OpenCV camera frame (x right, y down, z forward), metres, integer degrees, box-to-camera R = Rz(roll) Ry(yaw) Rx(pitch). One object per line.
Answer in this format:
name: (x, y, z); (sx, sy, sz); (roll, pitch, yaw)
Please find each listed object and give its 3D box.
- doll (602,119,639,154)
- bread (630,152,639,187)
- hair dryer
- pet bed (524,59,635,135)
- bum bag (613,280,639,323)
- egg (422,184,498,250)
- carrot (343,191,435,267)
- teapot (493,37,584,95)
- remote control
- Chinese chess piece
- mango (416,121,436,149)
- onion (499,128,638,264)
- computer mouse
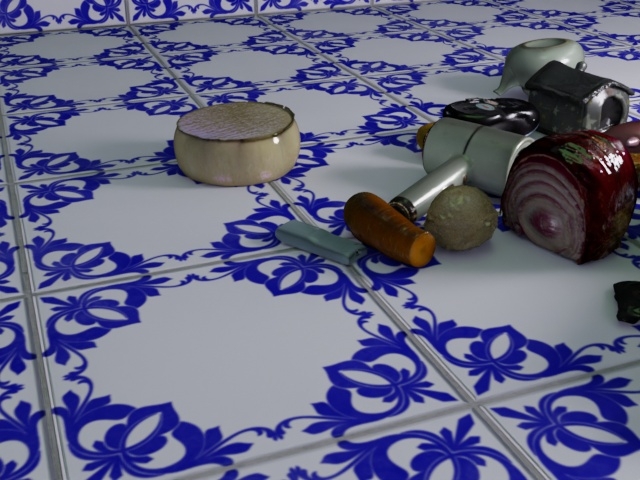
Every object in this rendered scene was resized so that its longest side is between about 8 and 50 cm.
doll: (0.684, -0.208, 1.780); (0.211, 0.093, 0.262); (-11, 9, -44)
bread: (0.691, -0.128, 1.657); (0.233, 0.076, 0.105); (9, 32, 12)
hair dryer: (0.239, -0.112, 1.604); (0.203, 0.128, 0.362); (21, 41, 35)
pet bed: (0.610, -0.334, 1.987); (0.183, 0.159, 0.211); (-14, 28, -27)
bum bag: (0.467, 0.088, 1.259); (0.057, 0.034, 0.124); (-8, 23, 17)
egg: (0.239, -0.038, 1.444); (0.140, 0.118, 0.116); (-10, 69, -39)
carrot: (0.109, -0.018, 1.433); (0.087, 0.087, 0.193); (-14, 33, -26)
teapot: (0.620, -0.477, 2.295); (0.219, 0.149, 0.318); (8, 27, 31)
remote control: (0.000, 0.000, 1.453); (0.162, 0.029, 0.061); (18, 33, 33)
Chinese chess piece: (-0.177, -0.210, 1.796); (0.269, 0.112, 0.270); (-1, 26, 1)
mango: (0.288, -0.209, 1.830); (0.098, 0.075, 0.190); (-37, 46, -28)
onion: (0.448, -0.097, 1.459); (0.206, 0.207, 0.216); (-23, 39, -33)
computer mouse: (0.388, -0.267, 1.929); (0.233, 0.096, 0.137); (-5, 31, -20)
